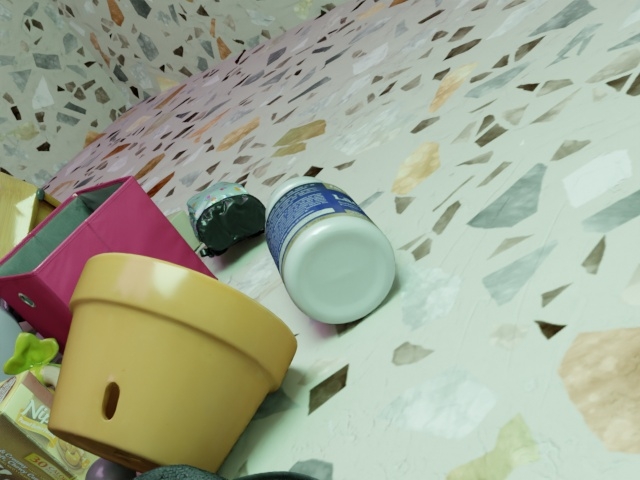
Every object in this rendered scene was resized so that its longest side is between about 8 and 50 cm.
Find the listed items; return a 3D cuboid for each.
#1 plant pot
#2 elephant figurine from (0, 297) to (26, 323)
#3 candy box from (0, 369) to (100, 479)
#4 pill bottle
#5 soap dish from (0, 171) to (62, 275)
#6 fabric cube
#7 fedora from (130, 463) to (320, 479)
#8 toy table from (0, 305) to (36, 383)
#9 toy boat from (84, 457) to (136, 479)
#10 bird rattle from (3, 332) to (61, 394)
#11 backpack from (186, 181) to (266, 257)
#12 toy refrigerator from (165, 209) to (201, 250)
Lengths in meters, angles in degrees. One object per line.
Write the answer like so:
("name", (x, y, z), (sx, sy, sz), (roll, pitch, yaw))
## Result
("plant pot", (-0.196, 0.174, 0.890), (0.291, 0.291, 0.203), (-10, 52, 45))
("elephant figurine", (-0.697, 0.157, 1.566), (0.239, 0.186, 0.169), (-54, 24, 6))
("candy box", (-0.497, 0.329, 1.079), (0.316, 0.183, 0.087), (-25, 27, 24))
("pill bottle", (0.000, 0.000, 1.058), (0.153, 0.153, 0.264), (-36, 25, 1))
("soap dish", (-0.588, 0.016, 1.503), (0.118, 0.291, 0.229), (1, 73, 12))
("fabric cube", (-0.405, 0.070, 1.334), (0.254, 0.258, 0.259), (-5, 38, 47))
("fedora", (-0.137, 0.312, 0.681), (0.334, 0.152, 0.334), (-29, 25, 15))
("toy table", (-0.663, 0.217, 1.386), (0.161, 0.252, 0.274), (34, 113, 49))
("toy boat", (-0.383, 0.356, 0.882), (0.318, 0.267, 0.148), (-9, 27, -16))
("bird rattle", (-0.519, 0.293, 1.254), (0.207, 0.143, 0.253), (9, 51, 36))
("backpack", (-0.187, -0.049, 1.400), (0.152, 0.115, 0.182), (-22, 15, -15))
("toy refrigerator", (-0.394, 0.026, 1.601), (0.269, 0.094, 0.102), (-16, 24, 36))
